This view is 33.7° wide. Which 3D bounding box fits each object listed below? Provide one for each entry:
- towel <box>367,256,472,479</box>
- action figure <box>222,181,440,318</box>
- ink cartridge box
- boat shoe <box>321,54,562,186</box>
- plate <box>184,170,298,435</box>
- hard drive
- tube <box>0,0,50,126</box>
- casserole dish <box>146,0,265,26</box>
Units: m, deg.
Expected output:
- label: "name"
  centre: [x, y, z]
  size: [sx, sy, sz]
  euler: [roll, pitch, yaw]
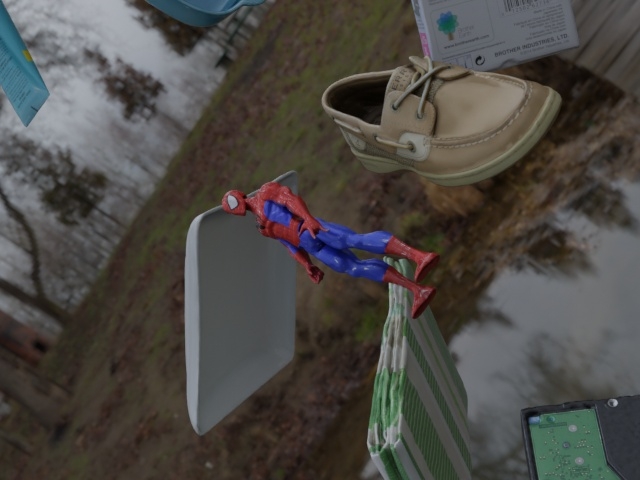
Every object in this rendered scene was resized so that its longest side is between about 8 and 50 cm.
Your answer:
- label: "towel"
  centre: [0.115, 0.195, 1.160]
  size: [0.038, 0.247, 0.324]
  euler: [-18, 30, 16]
- label: "action figure"
  centre: [0.000, 0.000, 0.504]
  size: [0.030, 0.115, 0.038]
  euler: [-45, -33, -33]
- label: "ink cartridge box"
  centre: [0.191, -0.362, 1.288]
  size: [0.186, 0.311, 0.065]
  euler: [-16, 16, -3]
- label: "boat shoe"
  centre: [0.113, -0.136, 1.149]
  size: [0.341, 0.110, 0.121]
  euler: [2, 54, 58]
- label: "plate"
  centre: [-0.103, 0.068, 1.340]
  size: [0.278, 0.045, 0.277]
  euler: [-34, -50, -62]
- label: "hard drive"
  centre: [0.379, 0.257, 1.027]
  size: [0.064, 0.339, 0.236]
  euler: [75, -171, -48]
- label: "tube"
  centre: [-0.395, -0.246, 1.301]
  size: [0.052, 0.207, 0.080]
  euler: [-23, -10, -37]
- label: "casserole dish"
  centre: [-0.118, -0.217, 0.739]
  size: [0.037, 0.188, 0.114]
  euler: [-48, 11, 53]
